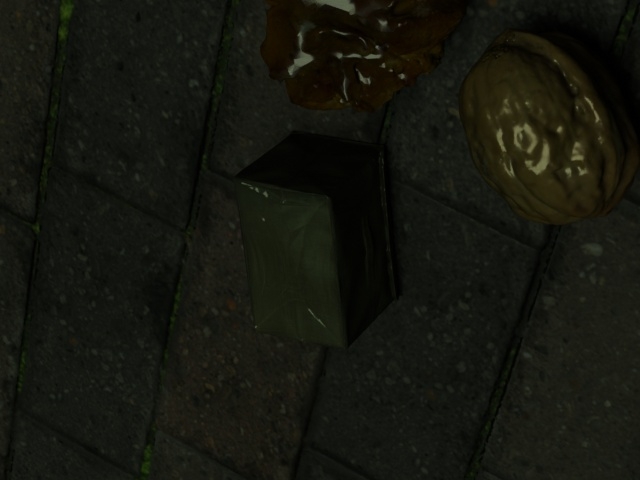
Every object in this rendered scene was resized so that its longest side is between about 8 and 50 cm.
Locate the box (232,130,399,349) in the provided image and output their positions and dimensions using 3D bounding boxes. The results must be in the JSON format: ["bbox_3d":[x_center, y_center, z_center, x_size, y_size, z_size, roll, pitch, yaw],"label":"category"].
[{"bbox_3d":[0.000,0.000,2.357,0.155,0.149,0.231,12,123,29],"label":"box"}]

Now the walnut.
[{"bbox_3d":[0.261,-0.131,2.078,0.198,0.198,0.245,-21,96,40],"label":"walnut"}]

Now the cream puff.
[{"bbox_3d":[0.037,-0.261,2.180,0.241,0.155,0.269,31,123,8],"label":"cream puff"}]
